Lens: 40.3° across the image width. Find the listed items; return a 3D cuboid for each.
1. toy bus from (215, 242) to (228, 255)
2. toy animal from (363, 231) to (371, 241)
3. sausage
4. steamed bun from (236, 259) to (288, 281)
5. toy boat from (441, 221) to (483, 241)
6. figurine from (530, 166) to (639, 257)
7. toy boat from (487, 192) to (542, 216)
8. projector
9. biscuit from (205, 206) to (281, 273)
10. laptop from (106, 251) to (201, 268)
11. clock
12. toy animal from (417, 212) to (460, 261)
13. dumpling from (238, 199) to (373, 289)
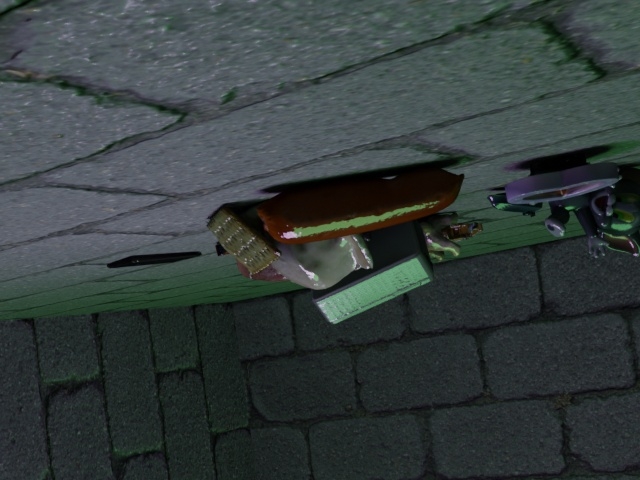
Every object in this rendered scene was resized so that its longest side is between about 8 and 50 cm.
[{"bbox_3d":[-0.205,0.011,1.991,0.043,0.031,0.110,-13,176,-27],"label":"toy bus"},{"bbox_3d":[0.001,0.005,1.830,0.146,0.114,0.245,-8,172,-39],"label":"toy animal"},{"bbox_3d":[0.070,-0.059,1.446,0.349,0.093,0.097,-9,178,0],"label":"sausage"},{"bbox_3d":[-0.097,0.033,2.021,0.175,0.106,0.145,-1,-169,28],"label":"steamed bun"},{"bbox_3d":[0.382,-0.022,2.443,0.149,0.047,0.049,-10,173,21],"label":"toy boat"},{"bbox_3d":[0.561,-0.060,1.819,0.265,0.193,0.140,2,179,19],"label":"figurine"},{"bbox_3d":[0.411,-0.085,1.872,0.141,0.060,0.055,4,168,-34],"label":"toy boat"},{"bbox_3d":[0.109,0.056,1.893,0.257,0.099,0.192,-26,-146,13],"label":"projector"},{"bbox_3d":[-0.147,0.001,1.597,0.016,0.144,0.203,-53,-171,-19],"label":"biscuit"},{"bbox_3d":[-0.405,0.050,2.127,0.197,0.016,0.135,-3,173,-41],"label":"laptop"},{"bbox_3d":[0.438,-0.114,1.597,0.198,0.064,0.172,-10,174,16],"label":"clock"},{"bbox_3d":[0.247,0.001,2.187,0.169,0.121,0.233,7,164,-27],"label":"toy animal"},{"bbox_3d":[-0.043,-0.004,1.604,0.243,0.175,0.227,-25,140,16],"label":"dumpling"}]
